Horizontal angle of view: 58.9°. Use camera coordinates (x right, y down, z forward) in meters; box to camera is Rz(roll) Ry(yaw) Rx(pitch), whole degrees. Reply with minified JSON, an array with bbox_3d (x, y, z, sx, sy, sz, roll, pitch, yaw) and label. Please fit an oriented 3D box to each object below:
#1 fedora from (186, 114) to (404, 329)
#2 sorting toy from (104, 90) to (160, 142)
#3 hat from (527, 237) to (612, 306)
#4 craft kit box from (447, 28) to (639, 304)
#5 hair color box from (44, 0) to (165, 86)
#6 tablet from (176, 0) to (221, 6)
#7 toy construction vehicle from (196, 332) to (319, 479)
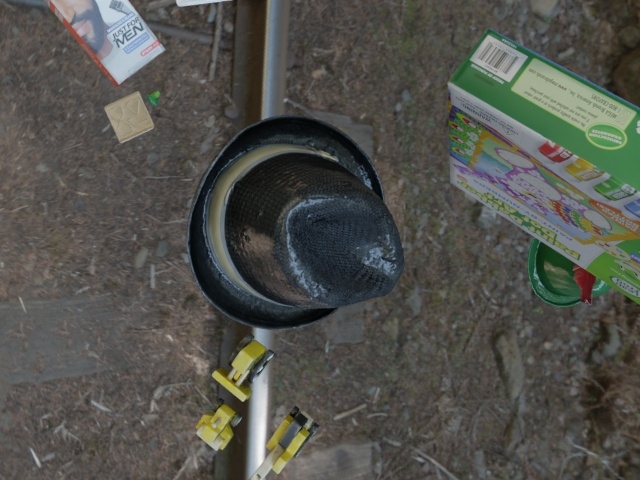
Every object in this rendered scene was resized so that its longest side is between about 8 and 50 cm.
[{"bbox_3d":[0.000,0.000,0.744,0.334,0.152,0.334,-14,115,-33],"label":"fedora"},{"bbox_3d":[-0.267,-0.186,0.831,0.083,0.012,0.062,-24,88,2],"label":"sorting toy"},{"bbox_3d":[0.431,0.046,0.844,0.208,0.183,0.173,-45,111,-7],"label":"hat"},{"bbox_3d":[0.222,-0.037,0.470,0.061,0.250,0.246,-54,162,2],"label":"craft kit box"},{"bbox_3d":[-0.323,-0.326,0.843,0.093,0.053,0.167,-43,113,-13],"label":"hair color box"},{"bbox_3d":[-0.162,-0.351,0.782,0.083,0.006,0.054,-13,79,-13],"label":"tablet"},{"bbox_3d":[-0.052,0.133,0.416,0.086,0.035,0.098,39,109,11],"label":"toy construction vehicle"}]
